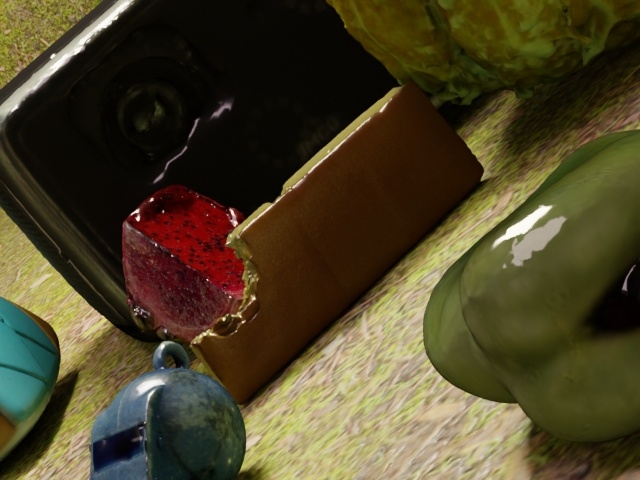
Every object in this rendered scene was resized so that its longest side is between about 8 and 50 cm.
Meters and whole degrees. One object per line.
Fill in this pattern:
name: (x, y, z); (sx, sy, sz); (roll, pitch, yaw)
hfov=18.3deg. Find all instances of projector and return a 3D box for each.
projector: (-0.084, -0.122, 1.644); (0.395, 0.242, 0.405); (-43, 10, -8)

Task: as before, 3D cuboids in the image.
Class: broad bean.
broad bean: (0.120, 0.008, 0.844); (0.169, 0.100, 0.228); (-34, 9, -8)

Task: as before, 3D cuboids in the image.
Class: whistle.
whistle: (-0.082, 0.129, 1.109); (0.090, 0.090, 0.158); (-29, 55, 43)

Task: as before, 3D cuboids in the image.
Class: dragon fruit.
dragon fruit: (-0.075, 0.037, 1.385); (0.102, 0.147, 0.096); (-25, -44, -49)

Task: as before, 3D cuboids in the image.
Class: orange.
orange: (0.142, -0.222, 1.334); (0.301, 0.223, 0.300); (-26, 27, 2)

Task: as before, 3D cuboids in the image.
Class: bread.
bread: (0.000, 0.000, 1.284); (0.226, 0.088, 0.049); (-41, 13, -15)

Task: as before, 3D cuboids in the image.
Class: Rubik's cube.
Rubik's cube: (-0.284, 0.112, 1.656); (0.254, 0.254, 0.254); (-38, 11, 9)
